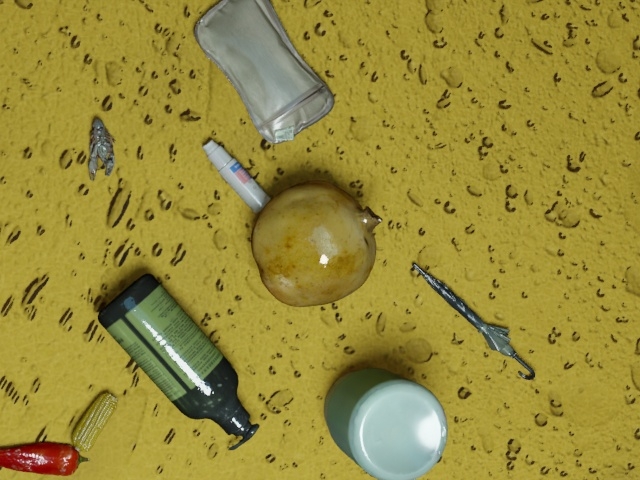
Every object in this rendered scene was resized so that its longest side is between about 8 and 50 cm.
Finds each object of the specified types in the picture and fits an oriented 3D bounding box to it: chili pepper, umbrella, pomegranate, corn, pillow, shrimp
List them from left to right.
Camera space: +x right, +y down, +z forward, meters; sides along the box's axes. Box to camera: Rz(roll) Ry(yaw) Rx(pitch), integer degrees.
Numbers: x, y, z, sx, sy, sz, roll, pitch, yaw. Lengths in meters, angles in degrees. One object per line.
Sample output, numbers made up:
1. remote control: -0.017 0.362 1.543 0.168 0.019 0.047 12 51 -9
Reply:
1. chili pepper: -0.421 0.309 1.348 0.178 0.027 0.045 8 88 -9
2. corn: -0.326 0.261 1.364 0.037 0.037 0.092 36 82 -8
3. shrimp: -0.318 -0.131 1.380 0.038 0.029 0.092 5 93 -19
4. pillow: -0.085 -0.262 1.421 0.131 0.038 0.232 -37 95 -7
5. pomegranate: 0.000 0.000 1.362 0.196 0.196 0.196 0 89 -11
6. umbrella: 0.247 0.122 1.477 0.269 0.044 0.044 45 51 -8

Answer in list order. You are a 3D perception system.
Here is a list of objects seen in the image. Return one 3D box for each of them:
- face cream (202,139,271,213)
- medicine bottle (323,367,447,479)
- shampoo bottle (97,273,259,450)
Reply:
1. face cream: -0.128 -0.098 1.411 0.034 0.034 0.130 -43 96 -9
2. medicine bottle: 0.085 0.255 1.347 0.139 0.225 0.139 0 89 -12
3. shampoo bottle: -0.192 0.181 1.359 0.101 0.101 0.284 -42 96 -9
